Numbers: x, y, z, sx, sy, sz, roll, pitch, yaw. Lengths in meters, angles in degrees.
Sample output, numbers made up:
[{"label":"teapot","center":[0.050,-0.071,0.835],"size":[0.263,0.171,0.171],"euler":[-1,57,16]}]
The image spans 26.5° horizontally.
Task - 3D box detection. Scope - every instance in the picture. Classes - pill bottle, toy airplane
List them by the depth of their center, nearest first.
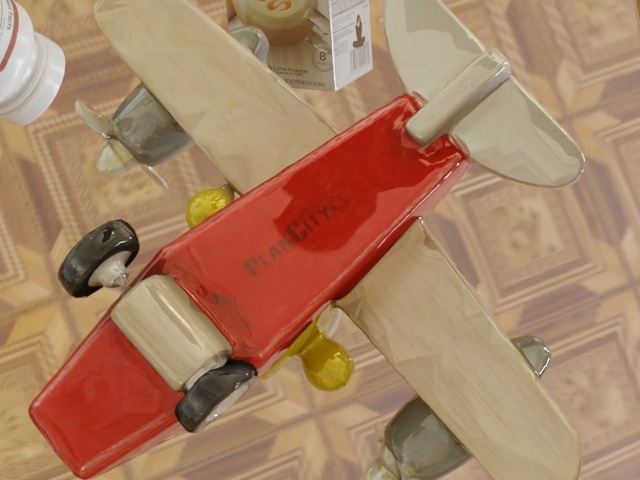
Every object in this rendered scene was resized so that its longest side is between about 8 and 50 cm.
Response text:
[{"label":"toy airplane","center":[0.000,0.000,1.000],"size":[0.385,0.272,0.386],"euler":[5,69,-5]},{"label":"pill bottle","center":[-0.350,-0.192,1.269],"size":[0.216,0.121,0.121],"euler":[30,69,-44]}]

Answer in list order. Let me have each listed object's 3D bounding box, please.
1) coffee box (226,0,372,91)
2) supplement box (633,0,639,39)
[{"label":"coffee box","center":[-0.029,-0.301,1.509],"size":[0.098,0.141,0.246],"euler":[-37,129,-52]},{"label":"supplement box","center":[0.254,-0.084,0.878],"size":[0.078,0.080,0.233],"euler":[-10,127,13]}]
